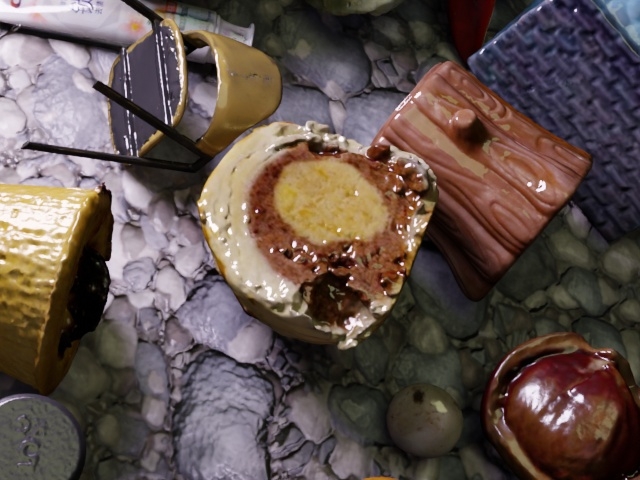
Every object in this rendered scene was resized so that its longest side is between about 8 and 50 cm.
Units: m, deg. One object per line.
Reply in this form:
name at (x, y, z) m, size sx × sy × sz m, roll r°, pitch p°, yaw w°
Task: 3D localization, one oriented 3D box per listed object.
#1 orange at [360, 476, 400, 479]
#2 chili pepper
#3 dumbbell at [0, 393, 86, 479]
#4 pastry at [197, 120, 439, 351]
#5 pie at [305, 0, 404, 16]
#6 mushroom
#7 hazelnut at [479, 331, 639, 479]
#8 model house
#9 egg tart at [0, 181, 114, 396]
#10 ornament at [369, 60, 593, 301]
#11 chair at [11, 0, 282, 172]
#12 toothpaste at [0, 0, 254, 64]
orange at (0.058, 0.315, 1.235) m, size 0.136 × 0.159 × 0.159 m, roll 57°, pitch 43°, yaw -38°
chili pepper at (0.247, -0.408, 1.623) m, size 0.137 × 0.368 × 0.092 m, roll 41°, pitch 38°, yaw 20°
dumbbell at (-0.274, 0.213, 1.111) m, size 0.100 × 0.191 × 0.100 m, roll 10°, pitch 60°, yaw -18°
pastry at (-0.009, 0.004, 1.373) m, size 0.237 × 0.170 × 0.256 m, roll 19°, pitch 59°, yaw 11°
pie at (0.086, -0.411, 1.609) m, size 0.071 × 0.306 × 0.306 m, roll 46°, pitch 42°, yaw -45°
mushroom at (0.117, 0.194, 1.376) m, size 0.085 × 0.085 × 0.079 m, roll 43°, pitch 20°, yaw 4°
hazelnut at (0.272, 0.202, 1.380) m, size 0.202 × 0.160 × 0.170 m, roll 39°, pitch 56°, yaw -6°
model house at (0.401, -0.186, 1.625) m, size 0.360 × 0.339 × 0.297 m, roll 51°, pitch 10°, yaw -7°
egg tart at (-0.288, 0.033, 1.207) m, size 0.171 × 0.215 × 0.215 m, roll 16°, pitch 57°, yaw -2°
ornament at (0.178, -0.082, 1.476) m, size 0.217 × 0.221 × 0.235 m, roll 40°, pitch 81°, yaw 6°
chair at (-0.188, -0.172, 1.383) m, size 0.247 × 0.172 × 0.158 m, roll 17°, pitch 53°, yaw -44°
toothpaste at (-0.241, -0.267, 1.482) m, size 0.323 × 0.066 × 0.100 m, roll 12°, pitch 63°, yaw -12°
